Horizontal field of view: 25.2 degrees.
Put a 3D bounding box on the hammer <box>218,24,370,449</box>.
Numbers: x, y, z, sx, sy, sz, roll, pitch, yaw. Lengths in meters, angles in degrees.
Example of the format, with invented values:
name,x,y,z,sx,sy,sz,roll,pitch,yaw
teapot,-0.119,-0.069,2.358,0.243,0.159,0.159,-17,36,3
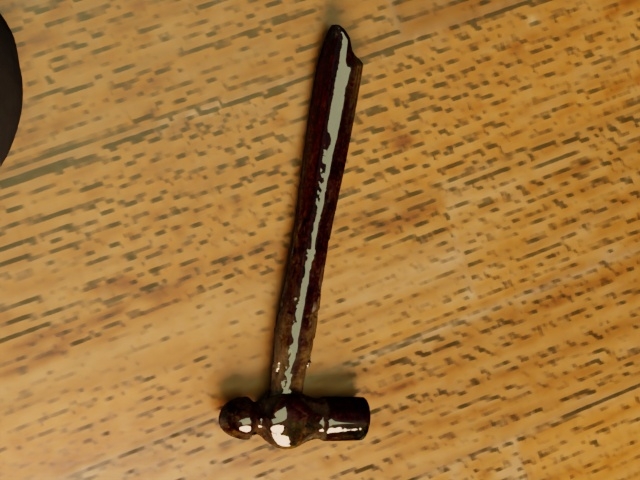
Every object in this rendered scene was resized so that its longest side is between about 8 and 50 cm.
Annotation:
name,x,y,z,sx,sy,sz,roll,pitch,yaw
hammer,0.000,0.000,0.600,0.065,0.021,0.178,7,94,-18

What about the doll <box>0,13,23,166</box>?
name,x,y,z,sx,sy,sz,roll,pitch,yaw
doll,-0.155,-0.017,0.519,0.089,0.102,0.179,7,95,-61
